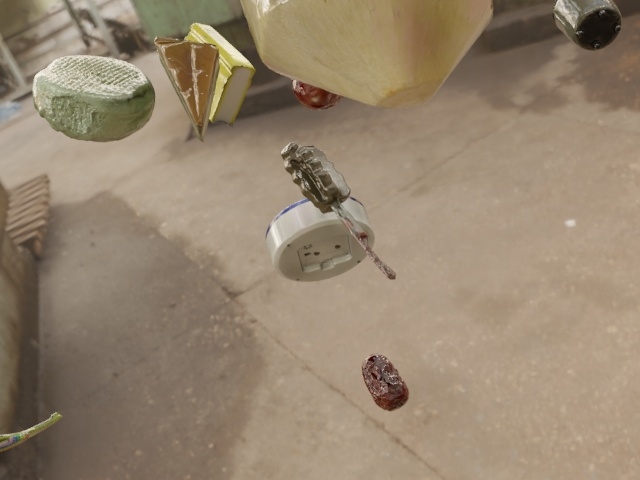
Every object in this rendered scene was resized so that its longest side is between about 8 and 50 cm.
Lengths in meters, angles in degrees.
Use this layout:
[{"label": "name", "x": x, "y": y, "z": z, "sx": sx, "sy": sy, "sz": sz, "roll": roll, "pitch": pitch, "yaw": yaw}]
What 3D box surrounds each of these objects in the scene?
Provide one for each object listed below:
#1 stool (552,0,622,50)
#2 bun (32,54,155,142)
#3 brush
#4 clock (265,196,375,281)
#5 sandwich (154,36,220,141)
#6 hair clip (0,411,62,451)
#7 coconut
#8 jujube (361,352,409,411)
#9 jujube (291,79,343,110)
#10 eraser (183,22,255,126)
[{"label": "stool", "x": 0.445, "y": -0.371, "z": 1.393, "sx": 0.096, "sy": 0.096, "sz": 0.110, "roll": -18, "pitch": 40, "yaw": 7}, {"label": "bun", "x": -0.392, "y": -0.243, "z": 1.464, "sx": 0.221, "sy": 0.108, "sz": 0.221, "roll": 10, "pitch": 31, "yaw": -6}, {"label": "brush", "x": 0.034, "y": -0.048, "z": 1.433, "sx": 0.071, "sy": 0.084, "sz": 0.301, "roll": -44, "pitch": 68, "yaw": 20}, {"label": "clock", "x": 0.000, "y": 0.000, "z": 1.812, "sx": 0.231, "sy": 0.230, "sz": 0.083, "roll": -20, "pitch": 58, "yaw": 5}, {"label": "sandwich", "x": -0.247, "y": -0.266, "z": 1.477, "sx": 0.114, "sy": 0.079, "sz": 0.163, "roll": 9, "pitch": 75, "yaw": -2}, {"label": "hair clip", "x": -0.551, "y": 0.354, "z": 1.517, "sx": 0.188, "sy": 0.033, "sz": 0.060, "roll": -12, "pitch": -22, "yaw": -49}, {"label": "coconut", "x": 0.062, "y": -0.325, "z": 1.085, "sx": 0.353, "sy": 0.352, "sz": 0.352, "roll": -17, "pitch": 31, "yaw": 10}, {"label": "jujube", "x": 0.132, "y": 0.297, "z": 1.762, "sx": 0.077, "sy": 0.077, "sz": 0.129, "roll": -28, "pitch": 63, "yaw": -9}, {"label": "jujube", "x": -0.004, "y": -0.317, "z": 1.679, "sx": 0.112, "sy": 0.109, "sz": 0.176, "roll": 15, "pitch": 25, "yaw": 2}, {"label": "eraser", "x": -0.254, "y": -0.389, "z": 1.951, "sx": 0.069, "sy": 0.158, "sz": 0.226, "roll": -2, "pitch": 37, "yaw": -42}]
